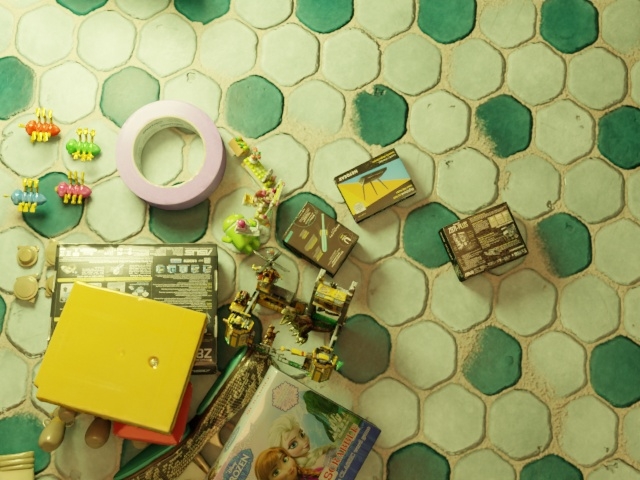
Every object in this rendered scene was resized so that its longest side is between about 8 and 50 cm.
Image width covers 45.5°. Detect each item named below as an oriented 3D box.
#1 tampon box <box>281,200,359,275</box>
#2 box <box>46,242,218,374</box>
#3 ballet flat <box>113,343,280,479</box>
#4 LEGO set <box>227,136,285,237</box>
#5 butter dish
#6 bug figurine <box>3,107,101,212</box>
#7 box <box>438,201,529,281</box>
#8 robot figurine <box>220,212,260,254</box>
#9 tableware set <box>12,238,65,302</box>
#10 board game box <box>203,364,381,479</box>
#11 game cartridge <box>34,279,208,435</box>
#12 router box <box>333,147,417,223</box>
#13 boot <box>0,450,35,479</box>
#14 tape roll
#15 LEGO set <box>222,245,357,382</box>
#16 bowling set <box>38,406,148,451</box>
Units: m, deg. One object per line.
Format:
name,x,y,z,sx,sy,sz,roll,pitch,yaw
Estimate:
tampon box,0.000,0.000,1.938,0.161,0.101,0.120,35,84,4
box,-0.445,0.164,1.848,0.394,0.097,0.318,-1,65,-8
ballet flat,-0.273,0.471,1.853,0.483,0.164,0.182,-45,98,-8
LEGO set,-0.155,-0.152,1.935,0.132,0.107,0.287,2,66,-20
butter dish,-0.385,0.405,1.774,0.160,0.118,0.160,9,56,-2
bug figurine,-0.692,-0.194,1.981,0.216,0.072,0.279,8,77,-5
box,0.414,0.005,1.949,0.180,0.077,0.147,-23,83,-3
robot figurine,-0.205,-0.019,1.958,0.101,0.067,0.115,-35,83,-22
tableware set,-0.718,0.078,1.969,0.141,0.020,0.169,0,81,-2
board game box,-0.063,0.516,1.832,0.318,0.066,0.319,32,83,-16
game cartridge,-0.450,0.262,1.731,0.323,0.053,0.285,15,67,3
router box,0.142,-0.142,1.986,0.178,0.046,0.133,-27,83,-4
boot,-0.809,0.628,1.854,0.261,0.095,0.204,-13,78,5
tape roll,-0.385,-0.220,1.976,0.274,0.090,0.275,0,83,0
LEGO set,-0.063,0.165,1.830,0.331,0.192,0.255,27,45,12
bowling set,-0.534,0.385,1.829,0.286,0.154,0.200,1,113,-3
